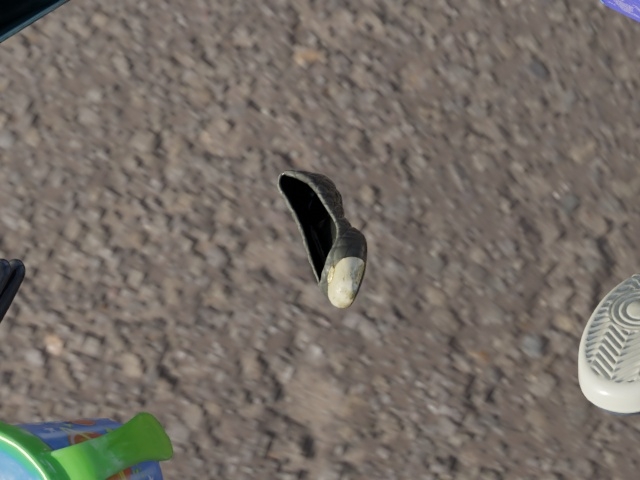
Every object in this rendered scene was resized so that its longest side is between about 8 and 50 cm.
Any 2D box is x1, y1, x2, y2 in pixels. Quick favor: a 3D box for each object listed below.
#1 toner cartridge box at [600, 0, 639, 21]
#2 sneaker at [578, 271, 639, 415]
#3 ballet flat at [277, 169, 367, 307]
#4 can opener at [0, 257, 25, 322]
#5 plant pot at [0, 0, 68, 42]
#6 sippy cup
[{"bbox_3d":[0.376,-0.281,1.930,0.075,0.165,0.348,-50,35,2],"label":"toner cartridge box"},{"bbox_3d":[0.353,0.083,1.637,0.131,0.148,0.350,15,39,35],"label":"sneaker"},{"bbox_3d":[0.000,0.000,1.367,0.057,0.049,0.173,-63,23,20],"label":"ballet flat"},{"bbox_3d":[-0.322,0.096,1.626,0.073,0.059,0.186,31,94,9],"label":"can opener"},{"bbox_3d":[-0.313,-0.181,1.242,0.234,0.165,0.165,-20,106,44],"label":"plant pot"},{"bbox_3d":[-0.298,0.299,2.003,0.305,0.224,0.240,3,98,31],"label":"sippy cup"}]
